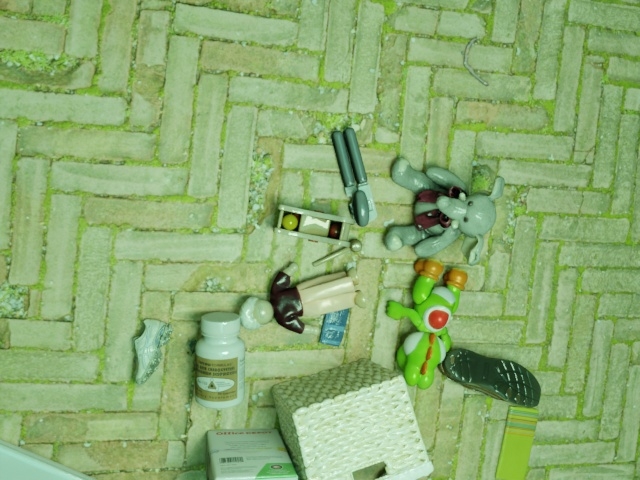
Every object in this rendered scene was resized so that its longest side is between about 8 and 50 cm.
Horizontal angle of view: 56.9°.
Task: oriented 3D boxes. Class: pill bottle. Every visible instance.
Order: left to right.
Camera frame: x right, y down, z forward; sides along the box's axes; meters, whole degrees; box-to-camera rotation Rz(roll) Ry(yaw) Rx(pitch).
[{"bbox_3d":[-0.264,0.312,1.556,0.131,0.131,0.229,0,99,-15],"label":"pill bottle"}]

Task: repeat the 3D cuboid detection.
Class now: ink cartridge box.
[{"bbox_3d":[-0.188,0.597,1.529,0.201,0.278,0.117,3,95,-15],"label":"ink cartridge box"}]

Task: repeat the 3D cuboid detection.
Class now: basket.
[{"bbox_3d":[0.067,0.496,1.571,0.328,0.331,0.266,-14,91,-14],"label":"basket"}]

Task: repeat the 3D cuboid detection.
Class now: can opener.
[{"bbox_3d":[0.101,-0.179,1.663,0.074,0.093,0.280,-16,92,-12],"label":"can opener"}]

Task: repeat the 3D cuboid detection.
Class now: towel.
[{"bbox_3d":[0.041,0.242,1.696,0.067,0.029,0.119,14,89,-16],"label":"towel"},{"bbox_3d":[0.622,0.644,1.876,0.102,0.021,0.237,11,91,-9],"label":"towel"}]

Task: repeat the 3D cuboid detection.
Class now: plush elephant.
[{"bbox_3d":[0.367,-0.076,1.639,0.330,0.255,0.271,15,83,-17],"label":"plush elephant"}]

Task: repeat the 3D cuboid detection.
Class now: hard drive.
[{"bbox_3d":[-0.762,0.646,1.504,0.308,0.040,0.203,30,85,-14],"label":"hard drive"}]

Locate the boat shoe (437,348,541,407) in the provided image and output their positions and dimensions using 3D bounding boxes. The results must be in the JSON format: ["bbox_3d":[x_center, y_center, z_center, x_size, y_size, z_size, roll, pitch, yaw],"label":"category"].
[{"bbox_3d":[0.504,0.410,1.782,0.324,0.120,0.122,25,68,-8],"label":"boat shoe"}]

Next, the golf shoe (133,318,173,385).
[{"bbox_3d":[-0.460,0.291,1.561,0.086,0.069,0.176,22,84,5],"label":"golf shoe"}]

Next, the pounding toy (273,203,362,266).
[{"bbox_3d":[0.000,0.000,1.608,0.270,0.154,0.154,11,90,-14],"label":"pounding toy"}]

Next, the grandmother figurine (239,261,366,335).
[{"bbox_3d":[-0.060,0.162,1.622,0.342,0.104,0.207,-16,71,-12],"label":"grandmother figurine"}]

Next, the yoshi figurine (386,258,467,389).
[{"bbox_3d":[0.302,0.249,1.720,0.203,0.204,0.362,40,63,-53],"label":"yoshi figurine"}]

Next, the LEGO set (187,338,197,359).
[{"bbox_3d":[-0.337,0.299,1.608,0.054,0.023,0.083,-6,108,-12],"label":"LEGO set"}]

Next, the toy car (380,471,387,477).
[{"bbox_3d":[0.226,0.754,1.719,0.219,0.210,0.238,-7,67,-6],"label":"toy car"}]
